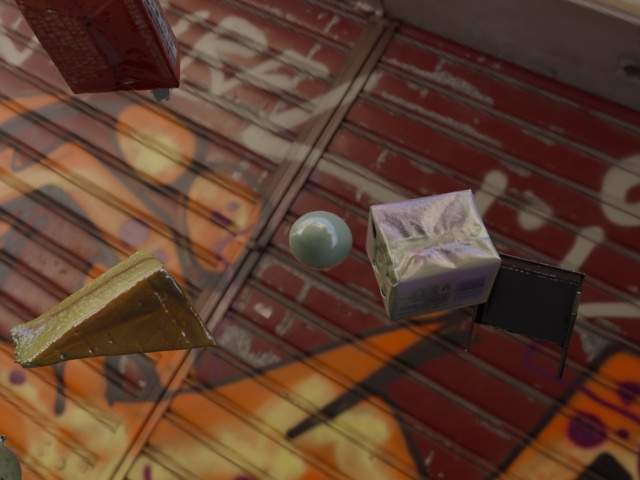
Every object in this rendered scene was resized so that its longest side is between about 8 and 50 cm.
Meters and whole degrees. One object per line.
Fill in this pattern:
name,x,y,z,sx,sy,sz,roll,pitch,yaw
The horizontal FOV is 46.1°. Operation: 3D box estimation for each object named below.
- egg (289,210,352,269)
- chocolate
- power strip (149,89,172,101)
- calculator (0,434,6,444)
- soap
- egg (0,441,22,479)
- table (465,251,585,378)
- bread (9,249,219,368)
egg,0.000,0.000,1.897,0.149,0.149,0.192,26,10,29
chocolate,-0.394,-0.389,1.387,0.235,0.108,0.237,-1,-38,17
power strip,-0.380,-0.372,1.785,0.055,0.083,0.035,-10,22,-1
calculator,-0.785,0.485,1.742,0.141,0.094,0.019,-17,-41,22
soap,0.196,0.025,1.357,0.138,0.199,0.182,88,-11,-54
egg,-0.727,0.533,1.594,0.177,0.177,0.228,41,29,-49
table,0.534,0.185,1.956,0.250,0.196,0.282,16,21,17
bread,-0.458,0.209,1.640,0.245,0.361,0.233,62,-18,-21
